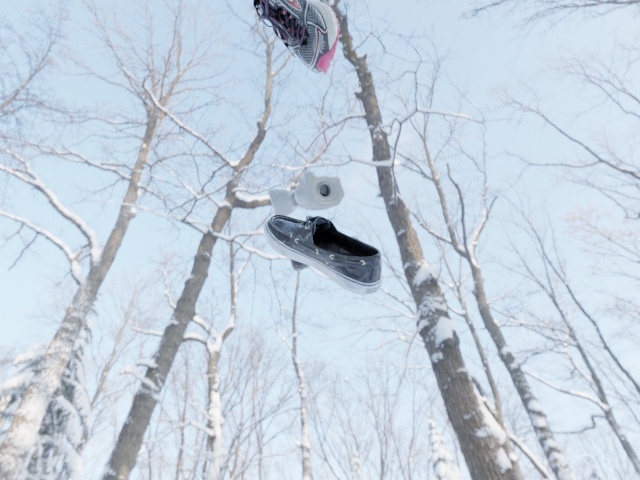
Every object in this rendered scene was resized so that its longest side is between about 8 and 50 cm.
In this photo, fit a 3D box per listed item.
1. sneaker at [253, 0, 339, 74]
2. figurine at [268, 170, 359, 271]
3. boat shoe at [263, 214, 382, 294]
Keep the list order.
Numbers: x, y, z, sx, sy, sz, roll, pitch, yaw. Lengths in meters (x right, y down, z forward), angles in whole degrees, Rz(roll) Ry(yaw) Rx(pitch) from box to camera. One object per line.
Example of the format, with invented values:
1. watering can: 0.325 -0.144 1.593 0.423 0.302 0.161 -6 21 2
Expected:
1. sneaker: -0.064 -0.439 0.917 0.111 0.299 0.121 -13 -30 -34
2. figurine: -0.029 -0.032 1.007 0.209 0.092 0.215 -9 -79 53
3. boat shoe: 0.000 0.000 0.705 0.080 0.228 0.076 -23 -48 -38
